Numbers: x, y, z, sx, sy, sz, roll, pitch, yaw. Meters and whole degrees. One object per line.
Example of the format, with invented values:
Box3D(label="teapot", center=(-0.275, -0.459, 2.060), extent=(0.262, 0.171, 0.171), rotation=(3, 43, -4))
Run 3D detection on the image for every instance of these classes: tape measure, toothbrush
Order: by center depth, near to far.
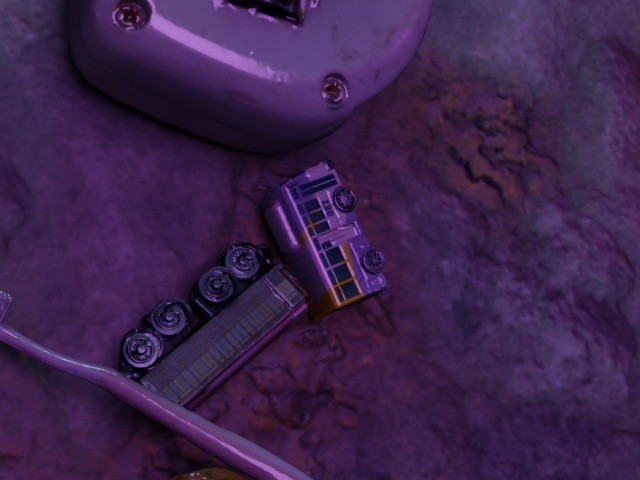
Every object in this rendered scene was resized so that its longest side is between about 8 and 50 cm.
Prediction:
Box3D(label="toothbrush", center=(-0.112, 0.097, 1.024), extent=(0.307, 0.025, 0.030), rotation=(29, 96, 0))
Box3D(label="tape measure", center=(-0.040, -0.199, 1.132), extent=(0.258, 0.130, 0.265), rotation=(10, 70, -24))

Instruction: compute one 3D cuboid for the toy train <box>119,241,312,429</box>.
Box3D(label="toy train", center=(-0.075, 0.060, 1.083), extent=(0.148, 0.038, 0.071), rotation=(-40, 92, -28))

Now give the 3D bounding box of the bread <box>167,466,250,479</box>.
Box3D(label="bread", center=(-0.122, 0.230, 0.948), extent=(0.260, 0.147, 0.160), rotation=(-13, 77, -27))

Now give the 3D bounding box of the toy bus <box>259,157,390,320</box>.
Box3D(label="toy bus", center=(0.000, 0.000, 1.129), extent=(0.058, 0.052, 0.102), rotation=(-23, 86, -29))
